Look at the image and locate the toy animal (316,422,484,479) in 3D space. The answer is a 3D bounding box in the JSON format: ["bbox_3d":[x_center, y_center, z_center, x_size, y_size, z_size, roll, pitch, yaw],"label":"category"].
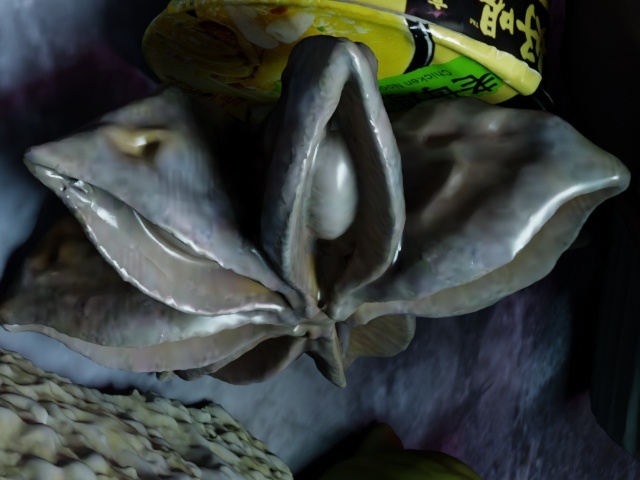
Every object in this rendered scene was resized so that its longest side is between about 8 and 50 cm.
[{"bbox_3d":[0.132,0.222,0.538,0.180,0.362,0.181,1,104,-68],"label":"toy animal"}]

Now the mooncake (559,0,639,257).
[{"bbox_3d":[0.237,0.005,0.462,0.351,0.212,0.381,67,17,10],"label":"mooncake"}]

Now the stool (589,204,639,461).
[{"bbox_3d":[0.332,-0.013,0.781,0.297,0.297,0.330,-13,116,-52],"label":"stool"}]

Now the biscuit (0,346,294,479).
[{"bbox_3d":[-0.057,0.085,0.400,0.032,0.133,0.250,-56,146,2],"label":"biscuit"}]

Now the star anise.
[{"bbox_3d":[-0.015,-0.002,0.402,0.196,0.212,0.073,16,56,-39],"label":"star anise"}]

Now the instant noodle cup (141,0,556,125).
[{"bbox_3d":[0.020,-0.104,0.440,0.151,0.151,0.122,33,63,-54],"label":"instant noodle cup"}]
